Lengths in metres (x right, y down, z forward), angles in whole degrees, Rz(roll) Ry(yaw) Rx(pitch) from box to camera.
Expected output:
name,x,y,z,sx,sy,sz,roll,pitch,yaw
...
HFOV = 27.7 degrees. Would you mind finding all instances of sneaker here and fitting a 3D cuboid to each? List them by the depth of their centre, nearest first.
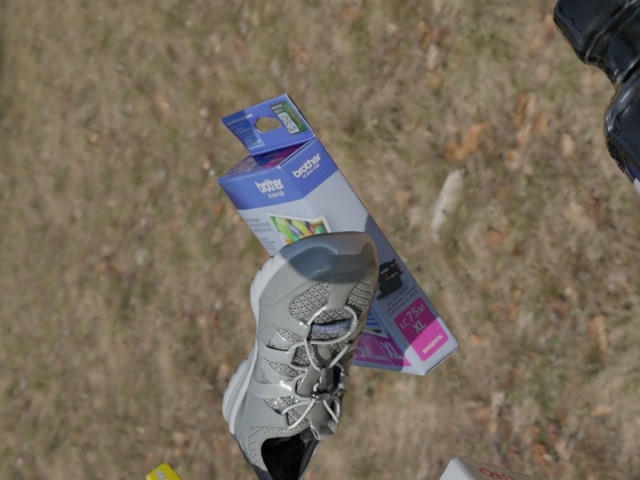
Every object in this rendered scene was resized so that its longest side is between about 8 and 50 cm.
name,x,y,z,sx,sy,sz,roll,pitch,yaw
sneaker,-0.003,0.106,1.070,0.281,0.105,0.115,107,149,-45

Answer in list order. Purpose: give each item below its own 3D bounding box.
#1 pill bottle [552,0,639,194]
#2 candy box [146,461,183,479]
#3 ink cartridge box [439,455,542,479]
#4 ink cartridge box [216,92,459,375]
name,x,y,z,sx,sy,sz,roll,pitch,yaw
pill bottle,0.197,-0.036,0.538,0.123,0.219,0.123,-32,-13,-8
candy box,-0.078,0.284,1.122,0.027,0.205,0.105,-39,42,-16
ink cartridge box,0.207,0.304,1.122,0.100,0.172,0.237,-62,29,12
ink cartridge box,0.000,0.000,1.346,0.065,0.311,0.186,-37,13,-20
